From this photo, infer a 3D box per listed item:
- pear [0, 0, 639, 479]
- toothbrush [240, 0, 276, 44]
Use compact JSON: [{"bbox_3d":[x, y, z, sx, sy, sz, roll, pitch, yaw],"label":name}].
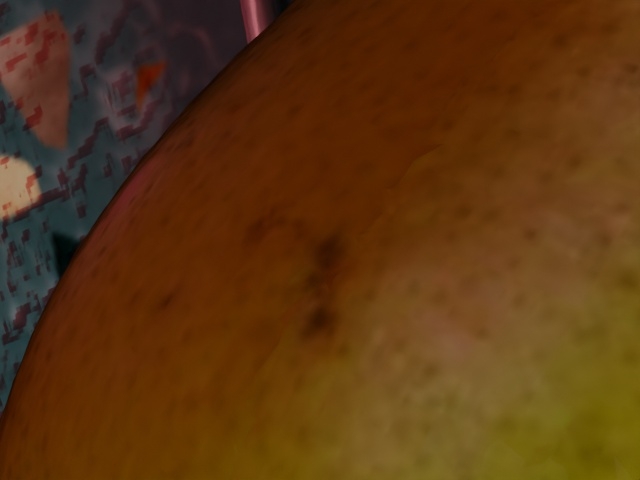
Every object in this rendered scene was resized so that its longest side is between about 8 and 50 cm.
[{"bbox_3d":[0.062,0.036,0.439,0.285,0.285,0.336,-6,83,40],"label":"pear"},{"bbox_3d":[0.000,0.000,0.630,0.030,0.025,0.307,-4,99,31],"label":"toothbrush"}]
